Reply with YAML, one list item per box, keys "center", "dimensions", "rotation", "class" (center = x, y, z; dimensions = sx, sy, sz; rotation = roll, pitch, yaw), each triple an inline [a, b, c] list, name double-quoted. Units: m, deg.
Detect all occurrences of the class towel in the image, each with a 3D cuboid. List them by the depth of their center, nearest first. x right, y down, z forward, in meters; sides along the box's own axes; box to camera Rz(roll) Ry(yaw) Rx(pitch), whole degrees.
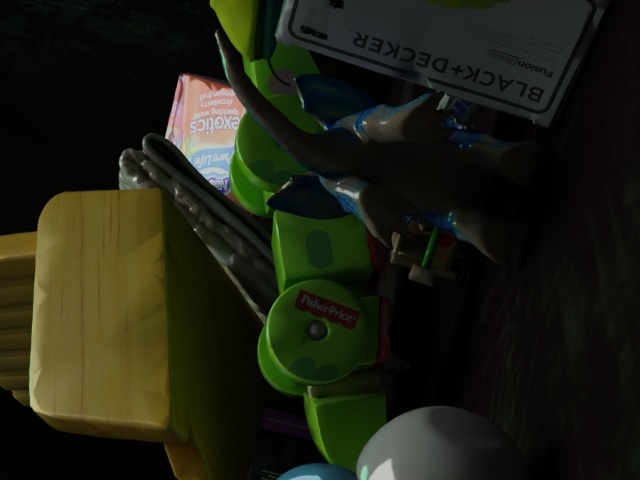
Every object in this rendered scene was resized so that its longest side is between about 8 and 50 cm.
- center: [-0.065, 0.054, 1.089]
  dimensions: [0.053, 0.332, 0.317]
  rotation: [-47, -4, -15]
  class: "towel"

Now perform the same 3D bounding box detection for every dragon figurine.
- center: [0.026, -0.047, 0.624]
  dimensions: [0.144, 0.289, 0.085]
  rotation: [19, 98, 51]
  class: "dragon figurine"

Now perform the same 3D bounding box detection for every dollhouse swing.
- center: [-0.193, 0.166, 0.965]
  dimensions: [0.347, 0.305, 0.315]
  rotation: [60, -164, -48]
  class: "dollhouse swing"

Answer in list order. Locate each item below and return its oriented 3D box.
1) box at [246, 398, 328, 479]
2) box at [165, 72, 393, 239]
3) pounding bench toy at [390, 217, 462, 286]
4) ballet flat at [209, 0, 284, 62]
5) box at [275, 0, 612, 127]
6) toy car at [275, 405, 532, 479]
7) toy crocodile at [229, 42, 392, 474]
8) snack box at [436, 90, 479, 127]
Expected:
- center: [0.000, 0.193, 0.743]
  dimensions: [0.029, 0.116, 0.162]
  rotation: [103, -179, -48]
  class: "box"
- center: [-0.025, -0.088, 1.241]
  dimensions: [0.300, 0.154, 0.142]
  rotation: [3, -75, -54]
  class: "box"
- center: [0.087, -0.009, 0.819]
  dimensions: [0.083, 0.052, 0.065]
  rotation: [-78, 4, -68]
  class: "pounding bench toy"
- center: [-0.044, -0.196, 0.621]
  dimensions: [0.231, 0.077, 0.077]
  rotation: [110, 175, -58]
  class: "ballet flat"
- center: [0.085, -0.205, 0.684]
  dimensions: [0.290, 0.169, 0.087]
  rotation: [-74, 3, -49]
  class: "box"
- center: [0.007, 0.152, 0.426]
  dimensions: [0.182, 0.136, 0.159]
  rotation: [-78, 3, -72]
  class: "toy car"
- center: [0.000, 0.000, 0.748]
  dimensions: [0.115, 0.105, 0.341]
  rotation: [114, 147, -74]
  class: "toy crocodile"
- center: [0.088, -0.085, 0.812]
  dimensions: [0.178, 0.022, 0.064]
  rotation: [-55, 11, -13]
  class: "snack box"
